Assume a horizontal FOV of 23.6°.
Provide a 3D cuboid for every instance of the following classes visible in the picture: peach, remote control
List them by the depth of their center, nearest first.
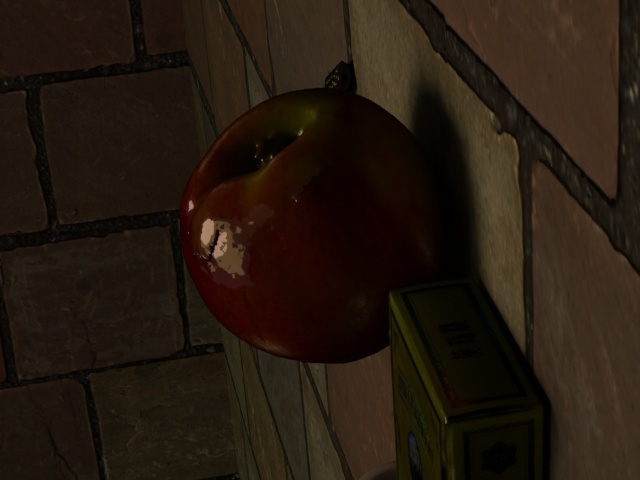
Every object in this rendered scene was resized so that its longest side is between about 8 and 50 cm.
[{"bbox_3d":[0.000,0.000,1.028,0.197,0.197,0.197,171,90,-82],"label":"peach"},{"bbox_3d":[0.015,-0.132,1.314,0.091,0.016,0.034,155,122,-81],"label":"remote control"}]

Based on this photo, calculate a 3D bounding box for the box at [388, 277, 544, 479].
[{"bbox_3d":[0.089,0.152,0.948,0.141,0.064,0.220,-110,15,-58],"label":"box"}]

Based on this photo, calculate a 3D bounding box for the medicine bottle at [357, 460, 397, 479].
[{"bbox_3d":[0.051,0.246,1.209,0.260,0.095,0.095,98,161,-68],"label":"medicine bottle"}]
